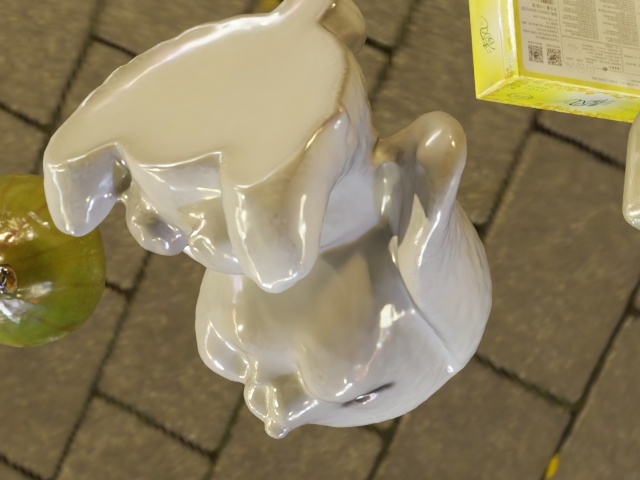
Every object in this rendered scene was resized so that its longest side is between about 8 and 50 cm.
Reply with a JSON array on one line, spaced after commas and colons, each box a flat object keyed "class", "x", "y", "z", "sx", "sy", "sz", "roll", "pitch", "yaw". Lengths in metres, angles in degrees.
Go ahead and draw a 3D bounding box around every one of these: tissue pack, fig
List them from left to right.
[{"class": "fig", "x": -0.211, "y": 0.023, "z": 1.181, "sx": 0.124, "sy": 0.236, "sz": 0.124, "roll": 0, "pitch": 97, "yaw": -1}, {"class": "tissue pack", "x": 0.210, "y": -0.156, "z": 1.429, "sx": 0.062, "sy": 0.176, "sz": 0.095, "roll": -25, "pitch": 65, "yaw": 55}]

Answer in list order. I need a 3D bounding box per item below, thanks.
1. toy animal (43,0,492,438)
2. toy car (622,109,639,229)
[{"class": "toy animal", "x": 0.000, "y": 0.000, "z": 1.069, "sx": 0.271, "sy": 0.206, "sz": 0.265, "roll": 8, "pitch": 143, "yaw": 45}, {"class": "toy car", "x": 0.254, "y": -0.161, "z": 0.931, "sx": 0.226, "sy": 0.242, "sz": 0.336, "roll": -37, "pitch": 47, "yaw": 31}]
